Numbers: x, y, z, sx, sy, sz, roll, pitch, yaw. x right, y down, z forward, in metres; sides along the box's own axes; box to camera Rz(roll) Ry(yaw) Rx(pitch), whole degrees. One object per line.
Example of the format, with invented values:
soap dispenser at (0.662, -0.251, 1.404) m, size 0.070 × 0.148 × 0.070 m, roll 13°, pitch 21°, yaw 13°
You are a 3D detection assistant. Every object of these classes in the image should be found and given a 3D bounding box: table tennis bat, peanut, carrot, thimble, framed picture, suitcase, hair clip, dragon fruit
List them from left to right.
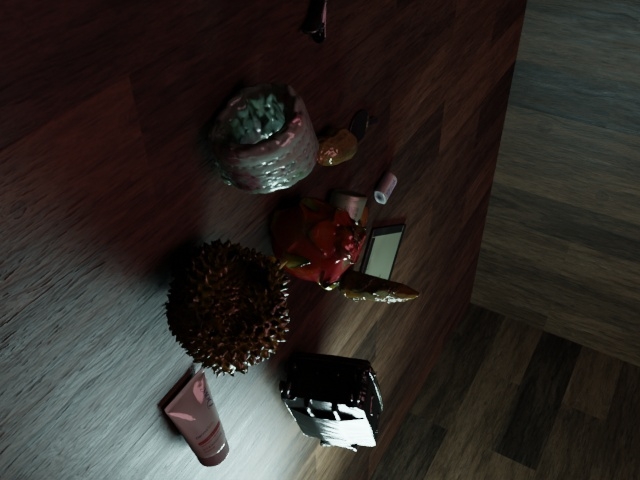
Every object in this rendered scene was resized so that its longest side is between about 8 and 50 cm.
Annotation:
thimble at (-0.113, -0.193, 1.271) m, size 0.210 × 0.185 × 0.149 m, roll -29°, pitch 145°, yaw -5°
dragon fruit at (-0.004, 0.000, 1.610) m, size 0.224 × 0.226 × 0.224 m, roll 18°, pitch 90°, yaw -75°
hair clip at (0.014, -0.551, 1.423) m, size 0.070 × 0.039 × 0.230 m, roll 6°, pitch 102°, yaw -65°
suitcase at (0.041, 0.497, 2.036) m, size 0.434 × 0.282 × 0.194 m, roll 73°, pitch 26°, yaw -52°
peanut at (0.034, -0.237, 1.661) m, size 0.194 × 0.083 × 0.094 m, roll -24°, pitch 130°, yaw -58°
table tennis bat at (0.122, -0.330, 1.865) m, size 0.158 × 0.014 × 0.095 m, roll -33°, pitch 137°, yaw -52°
framed picture at (0.221, 0.069, 2.403) m, size 0.347 × 0.016 × 0.265 m, roll -12°, pitch 119°, yaw -64°
carrot at (0.196, 0.156, 2.120) m, size 0.102 × 0.262 × 0.102 m, roll 8°, pitch 90°, yaw -66°

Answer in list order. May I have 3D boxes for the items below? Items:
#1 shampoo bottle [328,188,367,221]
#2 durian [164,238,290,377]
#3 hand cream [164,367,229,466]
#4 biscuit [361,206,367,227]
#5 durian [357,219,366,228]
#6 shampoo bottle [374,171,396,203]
shampoo bottle at (0.054, -0.025, 1.868) m, size 0.118 × 0.087 × 0.234 m, roll 0°, pitch 110°, yaw -48°
durian at (-0.180, 0.125, 1.299) m, size 0.258 × 0.257 × 0.293 m, roll 78°, pitch 10°, yaw -51°
hand cream at (-0.281, 0.421, 1.532) m, size 0.133 × 0.083 × 0.248 m, roll -52°, pitch 142°, yaw -39°
biscuit at (0.113, -0.052, 2.060) m, size 0.140 × 0.023 × 0.118 m, roll -58°, pitch 154°, yaw -25°
durian at (0.093, -0.032, 1.954) m, size 0.080 × 0.091 × 0.080 m, roll 0°, pitch 90°, yaw -79°
shampoo bottle at (0.216, -0.178, 2.157) m, size 0.099 × 0.043 × 0.072 m, roll -60°, pitch 155°, yaw -23°
